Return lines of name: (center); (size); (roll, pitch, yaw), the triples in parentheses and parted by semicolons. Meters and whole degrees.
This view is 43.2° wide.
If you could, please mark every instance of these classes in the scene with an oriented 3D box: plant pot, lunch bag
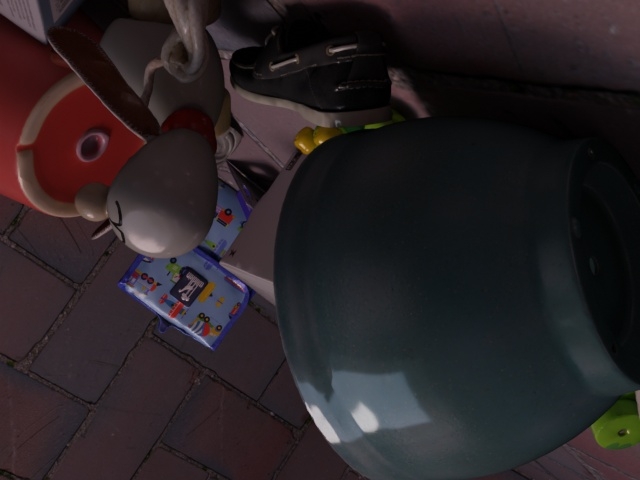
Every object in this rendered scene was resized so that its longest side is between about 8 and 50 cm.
plant pot: (0.136, 0.033, 0.604); (0.196, 0.293, 0.293); (-15, 136, 39)
lunch bag: (-0.227, 0.048, 1.545); (0.221, 0.293, 0.138); (35, 169, -9)
plant pot: (-0.343, -0.167, 0.966); (0.243, 0.275, 0.275); (34, 170, 27)

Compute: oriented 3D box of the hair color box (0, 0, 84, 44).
hair color box: (-0.386, -0.360, 0.749); (0.374, 0.114, 0.185); (35, 168, -10)

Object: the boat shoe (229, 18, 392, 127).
boat shoe: (-0.014, -0.156, 0.710); (0.233, 0.084, 0.079); (29, 132, 55)

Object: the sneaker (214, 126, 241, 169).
sneaker: (-0.180, -0.169, 1.059); (0.095, 0.090, 0.235); (42, 169, 16)

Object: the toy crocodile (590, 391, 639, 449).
toy crocodile: (0.313, 0.141, 0.940); (0.340, 0.105, 0.115); (37, -152, -26)

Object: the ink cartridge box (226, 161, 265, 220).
ink cartridge box: (-0.074, -0.023, 1.300); (0.208, 0.045, 0.206); (40, -172, -27)

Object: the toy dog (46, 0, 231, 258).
toy dog: (-0.159, -0.114, 0.653); (0.160, 0.220, 0.334); (-3, -165, -3)

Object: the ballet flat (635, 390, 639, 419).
ballet flat: (0.403, 0.190, 0.897); (0.247, 0.087, 0.083); (40, 165, -29)

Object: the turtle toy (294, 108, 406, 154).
turtle toy: (0.040, -0.094, 0.783); (0.095, 0.066, 0.130); (38, 167, -21)

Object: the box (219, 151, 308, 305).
box: (0.000, 0.000, 0.993); (0.119, 0.181, 0.182); (40, 167, -31)
